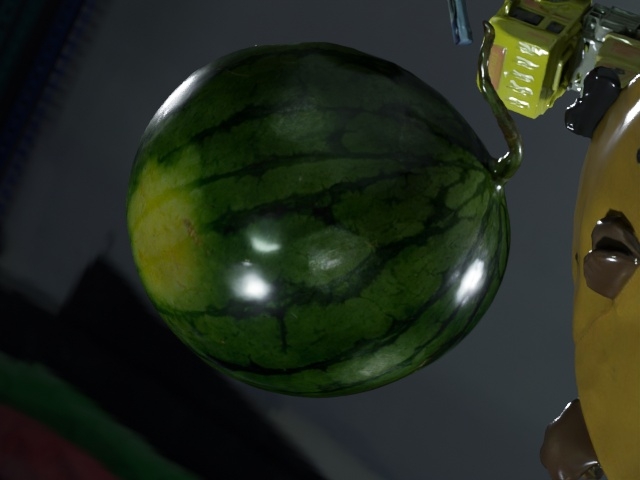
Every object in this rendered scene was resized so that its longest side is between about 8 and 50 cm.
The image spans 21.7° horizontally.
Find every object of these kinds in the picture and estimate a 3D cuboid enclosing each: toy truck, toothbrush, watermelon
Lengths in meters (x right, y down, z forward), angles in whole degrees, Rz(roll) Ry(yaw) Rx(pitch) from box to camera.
[{"bbox_3d":[0.294,-0.166,1.733,0.272,0.124,0.157,24,-139,19],"label":"toy truck"},{"bbox_3d":[0.097,-0.261,1.303,0.019,0.219,0.016,-9,179,3],"label":"toothbrush"},{"bbox_3d":[-0.006,0.002,0.894,0.232,0.204,0.127,-3,-151,24],"label":"watermelon"}]

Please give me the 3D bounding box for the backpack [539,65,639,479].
[{"bbox_3d":[0.301,0.040,1.268,0.201,0.353,0.378,-4,-123,-20],"label":"backpack"}]
